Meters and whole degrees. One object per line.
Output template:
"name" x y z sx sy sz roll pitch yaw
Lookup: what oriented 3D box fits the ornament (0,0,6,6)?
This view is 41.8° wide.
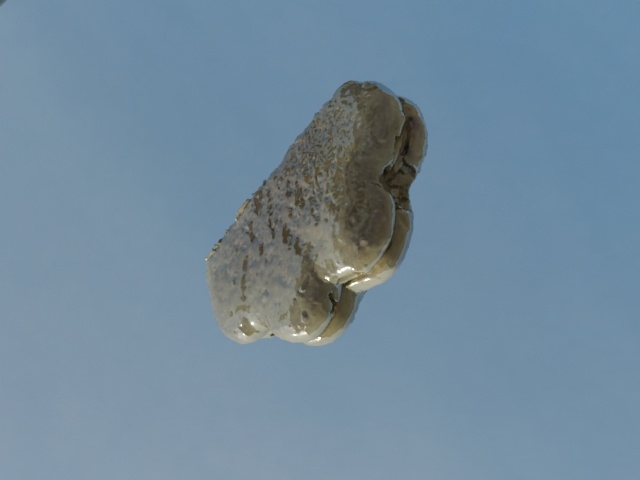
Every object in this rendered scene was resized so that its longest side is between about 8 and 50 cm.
"ornament" -0.295 -0.200 0.632 0.230 0.061 0.245 9 -150 10

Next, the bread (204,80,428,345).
"bread" 0.003 0.000 0.893 0.102 0.337 0.183 14 -146 -41
